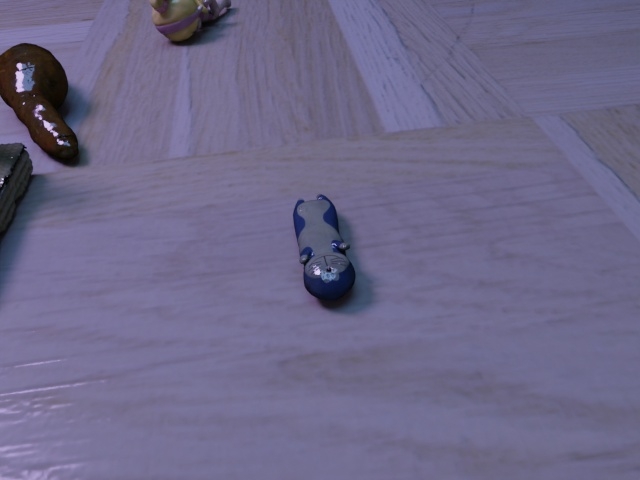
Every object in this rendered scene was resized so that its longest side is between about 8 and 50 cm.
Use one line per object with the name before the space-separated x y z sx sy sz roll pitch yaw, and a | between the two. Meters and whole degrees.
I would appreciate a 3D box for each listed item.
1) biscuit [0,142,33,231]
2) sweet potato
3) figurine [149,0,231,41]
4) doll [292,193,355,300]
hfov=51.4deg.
biscuit | -0.317 -0.017 0.541 0.121 0.040 0.199 -4 36 -5
sweet potato | -0.309 -0.164 0.715 0.075 0.074 0.269 -19 42 -18
figurine | -0.184 -0.331 0.936 0.083 0.083 0.187 8 28 17
doll | 0.000 0.000 0.490 0.037 0.027 0.125 -14 36 -1
